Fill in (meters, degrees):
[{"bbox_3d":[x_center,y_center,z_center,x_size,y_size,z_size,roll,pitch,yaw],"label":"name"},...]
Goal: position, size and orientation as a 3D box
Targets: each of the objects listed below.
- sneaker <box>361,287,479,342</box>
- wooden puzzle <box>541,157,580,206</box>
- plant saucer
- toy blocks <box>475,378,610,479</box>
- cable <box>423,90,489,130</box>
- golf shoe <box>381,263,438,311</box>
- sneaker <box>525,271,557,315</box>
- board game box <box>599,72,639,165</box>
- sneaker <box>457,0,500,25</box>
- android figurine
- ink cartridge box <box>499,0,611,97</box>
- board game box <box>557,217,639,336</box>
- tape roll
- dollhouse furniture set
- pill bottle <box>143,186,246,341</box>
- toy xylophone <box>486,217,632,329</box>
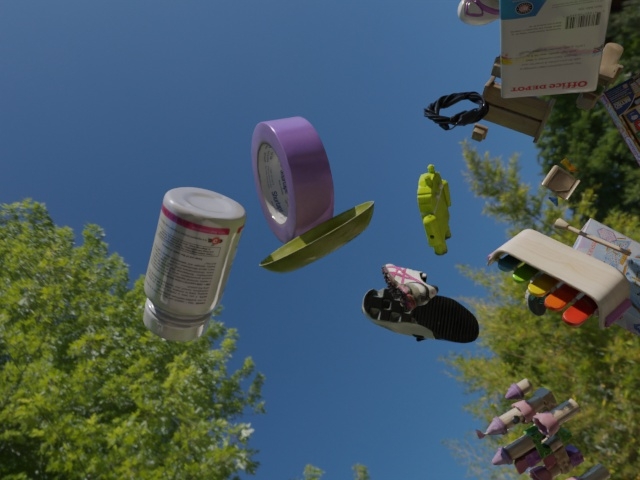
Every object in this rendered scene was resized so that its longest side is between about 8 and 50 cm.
[{"bbox_3d":[0.281,0.223,1.391,0.146,0.331,0.122,90,-163,-65],"label":"sneaker"},{"bbox_3d":[0.595,-0.143,1.197,0.116,0.078,0.014,-44,-13,-10],"label":"wooden puzzle"},{"bbox_3d":[0.000,0.000,0.893,0.241,0.241,0.037,-33,-82,-33],"label":"plant saucer"},{"bbox_3d":[0.620,0.612,1.451,0.260,0.309,0.288,-28,-84,-9],"label":"toy blocks"},{"bbox_3d":[0.382,-0.368,1.360,0.185,0.151,0.047,-34,-47,-21],"label":"cable"},{"bbox_3d":[0.200,0.098,1.102,0.086,0.186,0.067,-22,-66,-7],"label":"golf shoe"},{"bbox_3d":[0.612,0.140,1.328,0.065,0.076,0.166,-8,-70,-6],"label":"sneaker"},{"bbox_3d":[0.741,-0.280,1.067,0.193,0.147,0.045,64,-162,6],"label":"board game box"},{"bbox_3d":[0.489,-0.694,1.462,0.305,0.152,0.114,-40,-87,-35],"label":"sneaker"},{"bbox_3d":[0.355,-0.097,1.485,0.248,0.056,0.272,-58,-43,-49],"label":"android figurine"},{"bbox_3d":[0.491,-0.476,1.030,0.270,0.198,0.197,61,-143,-52],"label":"ink cartridge box"},{"bbox_3d":[0.911,0.114,1.458,0.319,0.318,0.065,-43,-23,-36],"label":"board game box"},{"bbox_3d":[-0.069,-0.134,1.089,0.090,0.275,0.274,-15,-72,-21],"label":"tape roll"},{"bbox_3d":[0.648,-0.422,1.412,0.173,0.303,0.355,-52,-21,-27],"label":"dollhouse furniture set"},{"bbox_3d":[-0.261,0.050,0.973,0.161,0.160,0.282,1,-63,-42],"label":"pill bottle"},{"bbox_3d":[0.578,0.063,1.143,0.236,0.323,0.081,-24,-49,-20],"label":"toy xylophone"}]
